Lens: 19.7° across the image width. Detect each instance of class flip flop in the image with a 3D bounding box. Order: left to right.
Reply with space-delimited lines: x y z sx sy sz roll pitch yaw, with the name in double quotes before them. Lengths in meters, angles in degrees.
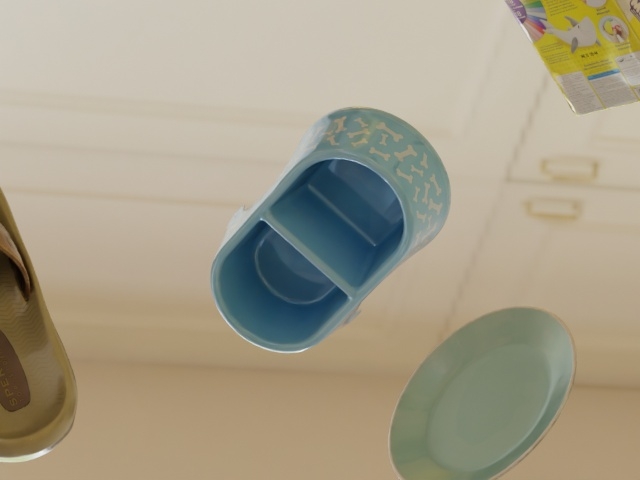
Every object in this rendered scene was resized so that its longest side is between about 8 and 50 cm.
"flip flop" -0.248 0.020 1.224 0.277 0.112 0.080 60 -9 22

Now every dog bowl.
"dog bowl" 0.000 0.000 1.837 0.297 0.166 0.074 -47 -177 36

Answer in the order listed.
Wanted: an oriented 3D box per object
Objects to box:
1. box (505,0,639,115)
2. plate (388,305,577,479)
"box" 0.208 -0.189 1.483 0.105 0.179 0.043 -11 -148 48
"plate" 0.137 0.136 1.525 0.188 0.024 0.188 -31 -146 24
